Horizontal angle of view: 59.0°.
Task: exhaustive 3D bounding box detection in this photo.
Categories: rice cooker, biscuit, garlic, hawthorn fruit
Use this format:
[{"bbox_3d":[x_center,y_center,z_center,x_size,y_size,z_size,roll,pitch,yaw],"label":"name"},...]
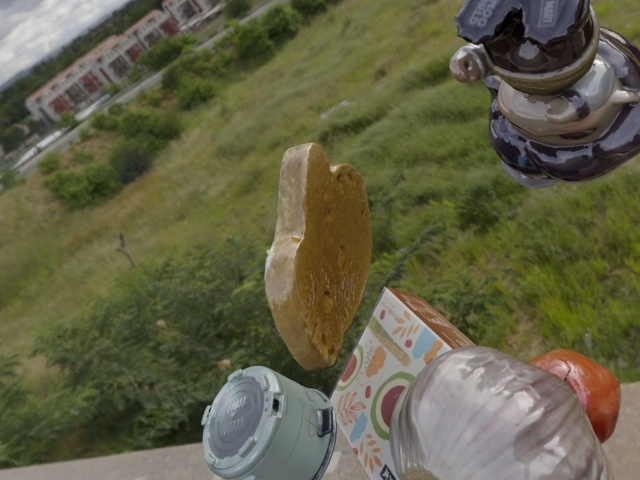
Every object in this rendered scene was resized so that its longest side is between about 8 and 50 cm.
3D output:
[{"bbox_3d":[-0.098,0.398,1.159,0.280,0.227,0.241,-32,38,28],"label":"rice cooker"},{"bbox_3d":[-0.002,0.000,0.820,0.057,0.287,0.344,-4,36,23],"label":"biscuit"},{"bbox_3d":[0.245,0.292,0.764,0.259,0.317,0.317,-36,27,-17],"label":"garlic"},{"bbox_3d":[0.493,0.327,1.165,0.211,0.299,0.211,-13,70,39],"label":"hawthorn fruit"}]

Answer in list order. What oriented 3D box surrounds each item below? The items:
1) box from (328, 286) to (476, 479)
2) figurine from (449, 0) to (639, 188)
[{"bbox_3d":[0.195,0.342,1.254,0.345,0.122,0.385,-65,27,11],"label":"box"},{"bbox_3d":[0.279,-0.168,0.667,0.218,0.206,0.365,-2,4,34],"label":"figurine"}]
